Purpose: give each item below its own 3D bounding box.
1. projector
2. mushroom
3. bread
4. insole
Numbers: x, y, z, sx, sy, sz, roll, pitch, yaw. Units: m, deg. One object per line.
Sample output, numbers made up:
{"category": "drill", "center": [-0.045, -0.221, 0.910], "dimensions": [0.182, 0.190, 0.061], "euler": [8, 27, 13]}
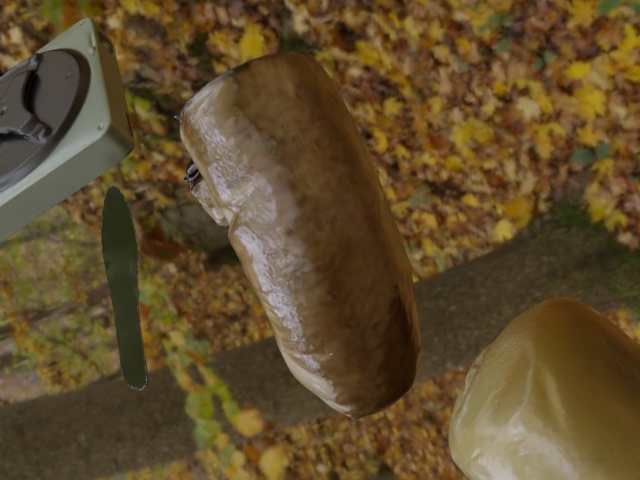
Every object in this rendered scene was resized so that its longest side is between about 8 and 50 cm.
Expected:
{"category": "projector", "center": [-0.365, -0.137, 1.160], "dimensions": [0.079, 0.259, 0.257], "euler": [46, -165, -44]}
{"category": "mushroom", "center": [0.012, 0.003, 1.097], "dimensions": [0.397, 0.224, 0.313], "euler": [61, 168, 12]}
{"category": "bread", "center": [0.368, 0.266, 1.246], "dimensions": [0.376, 0.348, 0.253], "euler": [45, 130, 14]}
{"category": "insole", "center": [-0.302, 0.075, 1.438], "dimensions": [0.109, 0.007, 0.322], "euler": [3, 102, 48]}
